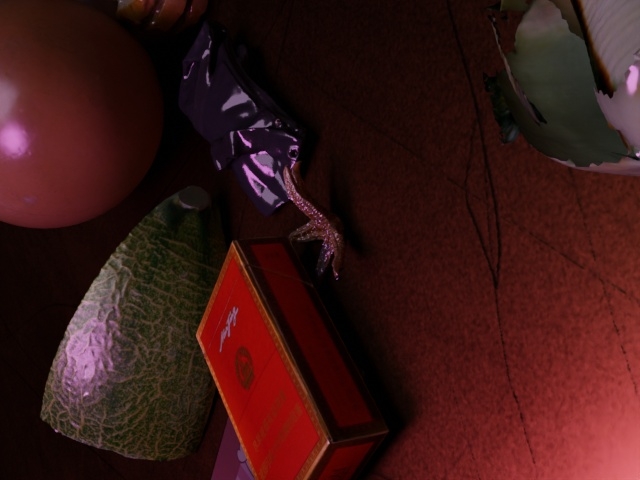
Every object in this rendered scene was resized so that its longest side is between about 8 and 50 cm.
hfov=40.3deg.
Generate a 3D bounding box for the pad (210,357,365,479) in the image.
[{"bbox_3d":[-0.048,0.214,0.929,0.202,0.005,0.300,41,121,49],"label":"pad"}]

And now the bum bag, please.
[{"bbox_3d":[-0.094,-0.137,0.967,0.248,0.060,0.123,56,131,39],"label":"bum bag"}]

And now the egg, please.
[{"bbox_3d":[-0.359,-0.166,1.136,0.374,0.301,0.301,174,97,-65],"label":"egg"}]

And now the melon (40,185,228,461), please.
[{"bbox_3d":[-0.201,0.096,1.038,0.124,0.196,0.324,-103,31,-70],"label":"melon"}]

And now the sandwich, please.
[{"bbox_3d":[-0.243,-0.392,1.161,0.288,0.099,0.254,3,90,55],"label":"sandwich"}]

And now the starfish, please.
[{"bbox_3d":[0.005,0.000,0.835,0.130,0.041,0.133,-130,25,-50],"label":"starfish"}]

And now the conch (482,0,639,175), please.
[{"bbox_3d":[0.167,-0.119,0.520,0.250,0.137,0.144,33,116,51],"label":"conch"}]

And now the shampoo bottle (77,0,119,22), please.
[{"bbox_3d":[-0.456,-0.391,1.321,0.273,0.266,0.273,-14,73,55],"label":"shampoo bottle"}]

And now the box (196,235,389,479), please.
[{"bbox_3d":[-0.037,0.132,0.844,0.240,0.074,0.153,60,144,35],"label":"box"}]
